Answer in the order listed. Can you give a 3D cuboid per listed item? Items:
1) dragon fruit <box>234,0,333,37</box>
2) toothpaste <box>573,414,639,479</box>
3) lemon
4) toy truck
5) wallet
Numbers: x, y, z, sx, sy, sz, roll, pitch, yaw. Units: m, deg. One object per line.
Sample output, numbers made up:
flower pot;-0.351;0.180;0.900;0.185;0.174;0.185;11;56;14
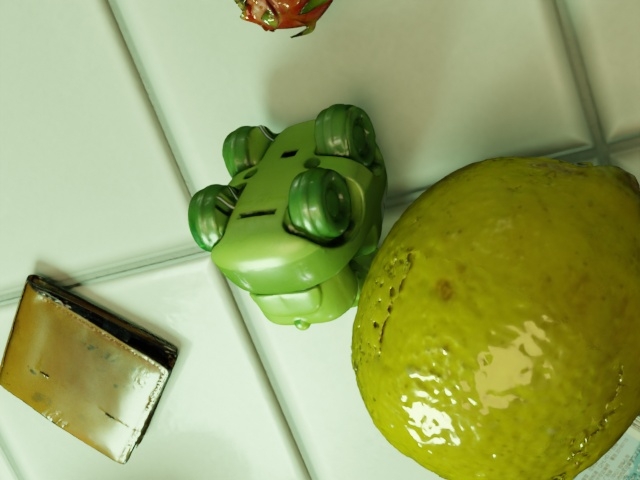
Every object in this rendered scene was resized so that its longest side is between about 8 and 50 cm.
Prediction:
dragon fruit;-0.019;-0.227;0.821;0.116;0.081;0.086;-45;63;25
toothpaste;0.264;0.232;0.918;0.065;0.050;0.266;30;102;1
lemon;0.161;0.065;0.800;0.258;0.258;0.310;27;116;4
toy truck;-0.010;-0.003;0.861;0.148;0.187;0.210;-7;112;28
wallet;-0.271;0.147;1.102;0.195;0.042;0.161;29;115;6
